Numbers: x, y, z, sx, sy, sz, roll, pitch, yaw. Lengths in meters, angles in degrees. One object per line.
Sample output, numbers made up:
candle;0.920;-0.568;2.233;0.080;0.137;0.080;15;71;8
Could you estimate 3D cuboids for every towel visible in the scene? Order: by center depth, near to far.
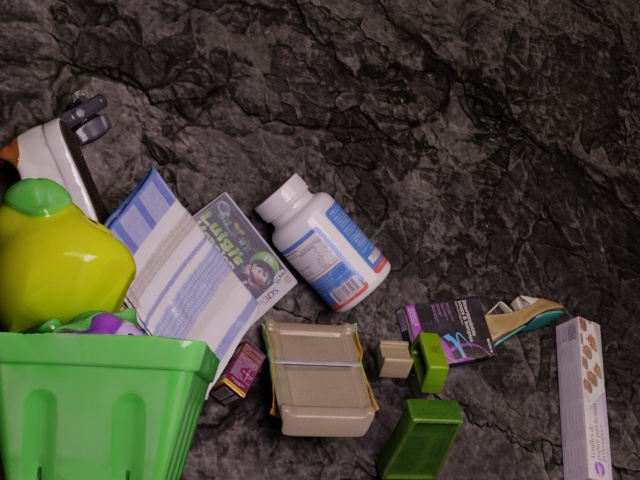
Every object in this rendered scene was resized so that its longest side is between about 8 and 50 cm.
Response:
towel;-0.204;0.063;1.534;0.285;0.034;0.209;56;43;-25

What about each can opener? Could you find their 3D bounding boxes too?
can opener;-0.383;-0.166;1.580;0.186;0.059;0.073;-35;91;-44

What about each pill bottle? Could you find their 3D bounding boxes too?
pill bottle;0.000;0.000;1.748;0.221;0.124;0.124;49;47;-7

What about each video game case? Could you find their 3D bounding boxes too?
video game case;-0.145;0.039;1.683;0.190;0.022;0.173;51;46;-4

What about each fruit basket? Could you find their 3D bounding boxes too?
fruit basket;-0.267;0.108;1.298;0.283;0.392;0.392;3;61;-2

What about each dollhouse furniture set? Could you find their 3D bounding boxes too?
dollhouse furniture set;0.045;0.251;1.692;0.301;0.151;0.197;5;42;-17

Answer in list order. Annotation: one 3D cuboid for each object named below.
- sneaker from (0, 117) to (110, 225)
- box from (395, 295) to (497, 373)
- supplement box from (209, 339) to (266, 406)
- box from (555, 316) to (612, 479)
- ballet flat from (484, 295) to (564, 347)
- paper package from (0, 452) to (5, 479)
sneaker;-0.361;-0.016;1.514;0.123;0.106;0.290;-21;95;1
box;0.220;0.162;1.875;0.162;0.029;0.116;-7;71;-26
supplement box;-0.126;0.197;1.592;0.043;0.055;0.083;42;49;-15
box;0.490;0.302;2.013;0.063;0.067;0.324;22;54;-28
ballet flat;0.366;0.138;1.996;0.232;0.080;0.073;-16;67;-42
paper package;-0.487;0.309;1.173;0.309;0.168;0.325;-13;75;-43
